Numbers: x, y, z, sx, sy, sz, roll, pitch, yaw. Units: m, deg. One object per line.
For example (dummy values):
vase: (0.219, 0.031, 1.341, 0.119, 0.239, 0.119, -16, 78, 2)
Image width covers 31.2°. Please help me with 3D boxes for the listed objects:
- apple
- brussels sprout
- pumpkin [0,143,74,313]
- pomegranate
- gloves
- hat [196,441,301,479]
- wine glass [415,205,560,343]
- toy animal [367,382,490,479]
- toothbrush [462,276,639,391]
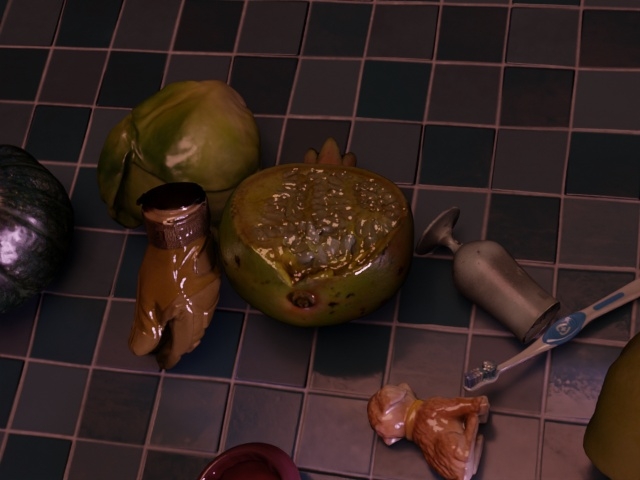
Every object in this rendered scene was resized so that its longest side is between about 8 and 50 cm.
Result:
apple: (0.543, 0.244, 1.547, 0.360, 0.320, 0.312, 11, 70, 27)
brussels sprout: (-0.229, -0.127, 1.928, 0.259, 0.227, 0.294, 25, 63, 24)
pumpkin: (-0.541, 0.000, 1.924, 0.197, 0.263, 0.293, 38, 79, 18)
pomegranate: (0.000, 0.000, 1.848, 0.309, 0.216, 0.358, 1, 36, 8)
gloves: (-0.229, 0.070, 1.826, 0.141, 0.331, 0.154, 4, 32, -4)
hat: (-0.109, 0.405, 1.734, 0.205, 0.089, 0.205, -12, 55, 18)
wine glass: (0.265, 0.056, 1.811, 0.103, 0.103, 0.231, -43, 67, -9)
toy animal: (0.148, 0.305, 1.724, 0.185, 0.104, 0.184, 12, 68, 13)
toothbrush: (0.381, 0.135, 1.760, 0.386, 0.040, 0.040, -25, 63, -15)
